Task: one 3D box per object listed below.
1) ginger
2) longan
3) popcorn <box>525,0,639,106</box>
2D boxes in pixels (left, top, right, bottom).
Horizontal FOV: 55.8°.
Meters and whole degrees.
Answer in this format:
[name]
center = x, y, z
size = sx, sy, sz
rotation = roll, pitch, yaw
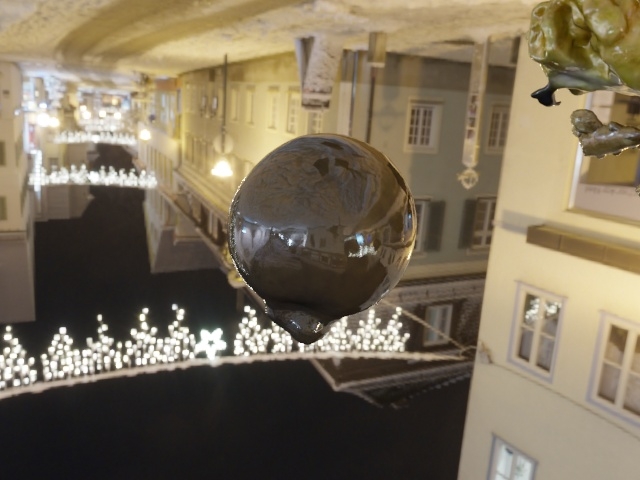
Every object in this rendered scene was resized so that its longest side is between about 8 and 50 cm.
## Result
[ginger]
center = 0.522, -0.154, 1.000
size = 0.176, 0.193, 0.052
rotation = -19, -162, 48
[longan]
center = 0.000, 0.000, 0.580
size = 0.184, 0.205, 0.159
rotation = 4, -169, -25
[popcorn]
center = 0.526, -0.362, 1.070
size = 0.315, 0.281, 0.297
rotation = 12, -173, 9
